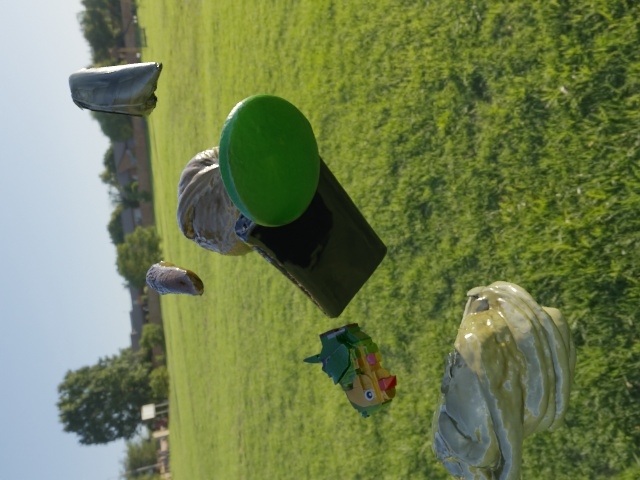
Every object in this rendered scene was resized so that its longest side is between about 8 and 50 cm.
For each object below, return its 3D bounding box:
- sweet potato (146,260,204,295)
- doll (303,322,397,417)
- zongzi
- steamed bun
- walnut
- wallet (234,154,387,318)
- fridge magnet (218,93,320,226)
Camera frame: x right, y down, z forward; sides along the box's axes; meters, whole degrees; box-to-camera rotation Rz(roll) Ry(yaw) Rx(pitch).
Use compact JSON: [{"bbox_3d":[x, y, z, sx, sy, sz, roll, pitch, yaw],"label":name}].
[{"bbox_3d":[-0.434,0.109,1.490,0.341,0.114,0.092,8,94,60],"label":"sweet potato"},{"bbox_3d":[0.063,0.246,0.998,0.186,0.106,0.134,45,113,31],"label":"doll"},{"bbox_3d":[-0.462,-0.361,1.186,0.197,0.194,0.099,-30,66,58],"label":"zongzi"},{"bbox_3d":[0.352,0.274,1.013,0.325,0.230,0.372,90,-159,-46],"label":"steamed bun"},{"bbox_3d":[-0.261,-0.108,1.471,0.333,0.333,0.333,172,90,-72],"label":"walnut"},{"bbox_3d":[-0.001,0.000,1.127,0.062,0.228,0.406,28,166,40],"label":"wallet"},{"bbox_3d":[-0.080,-0.125,0.829,0.088,0.208,0.208,0,99,40],"label":"fridge magnet"}]
